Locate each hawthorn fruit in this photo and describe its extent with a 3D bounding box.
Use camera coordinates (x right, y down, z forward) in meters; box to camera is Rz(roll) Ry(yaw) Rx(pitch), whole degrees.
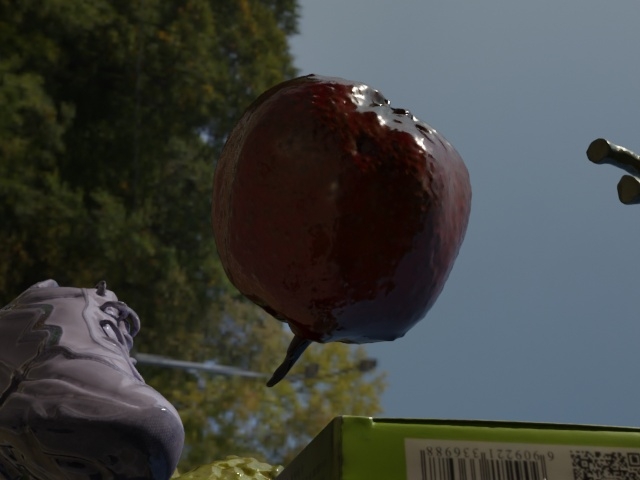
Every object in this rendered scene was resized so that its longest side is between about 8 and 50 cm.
[{"bbox_3d":[0.000,0.000,1.042,0.300,0.254,0.254,-64,-158,1],"label":"hawthorn fruit"}]

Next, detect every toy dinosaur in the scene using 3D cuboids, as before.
[{"bbox_3d":[0.330,-0.050,0.862,0.248,0.188,0.075,-25,-119,53],"label":"toy dinosaur"}]

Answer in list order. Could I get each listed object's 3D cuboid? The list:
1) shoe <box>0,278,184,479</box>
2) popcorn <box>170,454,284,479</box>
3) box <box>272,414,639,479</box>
[{"bbox_3d":[-0.150,0.084,0.668,0.245,0.095,0.137,0,-133,45],"label":"shoe"},{"bbox_3d":[-0.117,0.338,1.235,0.255,0.256,0.194,-2,-82,25],"label":"popcorn"},{"bbox_3d":[0.063,0.154,0.576,0.260,0.175,0.062,119,-27,-63],"label":"box"}]
